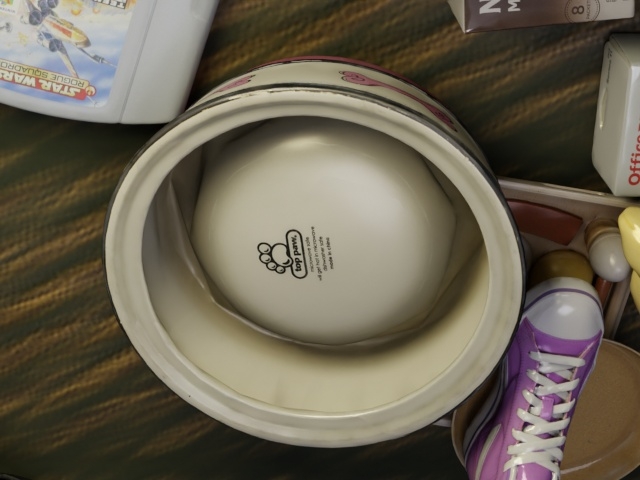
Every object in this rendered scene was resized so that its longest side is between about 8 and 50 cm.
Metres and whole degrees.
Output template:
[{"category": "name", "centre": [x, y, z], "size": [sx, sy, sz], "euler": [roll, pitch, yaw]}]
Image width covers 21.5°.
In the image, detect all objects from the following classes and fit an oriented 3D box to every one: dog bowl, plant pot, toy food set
[{"category": "dog bowl", "centre": [0.000, 0.000, 1.668], "size": [0.408, 0.150, 0.408], "euler": [4, 122, 6]}, {"category": "plant pot", "centre": [0.257, 0.186, 1.826], "size": [0.236, 0.032, 0.236], "euler": [-2, 126, -3]}, {"category": "toy food set", "centre": [0.233, 0.077, 1.806], "size": [0.220, 0.092, 0.306], "euler": [8, 117, -11]}]

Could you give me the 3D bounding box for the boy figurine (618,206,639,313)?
[{"category": "boy figurine", "centre": [0.396, 0.023, 1.735], "size": [0.177, 0.092, 0.285], "euler": [-43, 145, 12]}]

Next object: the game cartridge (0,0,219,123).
[{"category": "game cartridge", "centre": [-0.254, -0.218, 1.614], "size": [0.297, 0.062, 0.198], "euler": [13, 112, -13]}]

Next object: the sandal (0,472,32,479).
[{"category": "sandal", "centre": [-0.326, 0.346, 1.895], "size": [0.446, 0.107, 0.167], "euler": [28, 111, -33]}]

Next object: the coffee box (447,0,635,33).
[{"category": "coffee box", "centre": [0.199, -0.353, 1.554], "size": [0.168, 0.119, 0.297], "euler": [-5, 119, -4]}]

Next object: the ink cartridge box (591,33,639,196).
[{"category": "ink cartridge box", "centre": [0.393, -0.128, 1.716], "size": [0.209, 0.087, 0.153], "euler": [-2, 118, -6]}]

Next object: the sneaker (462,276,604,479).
[{"category": "sneaker", "centre": [0.227, 0.183, 1.703], "size": [0.102, 0.161, 0.282], "euler": [8, 124, -9]}]
